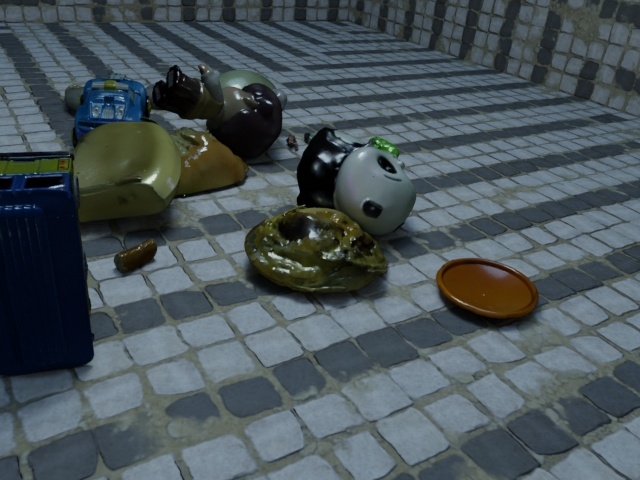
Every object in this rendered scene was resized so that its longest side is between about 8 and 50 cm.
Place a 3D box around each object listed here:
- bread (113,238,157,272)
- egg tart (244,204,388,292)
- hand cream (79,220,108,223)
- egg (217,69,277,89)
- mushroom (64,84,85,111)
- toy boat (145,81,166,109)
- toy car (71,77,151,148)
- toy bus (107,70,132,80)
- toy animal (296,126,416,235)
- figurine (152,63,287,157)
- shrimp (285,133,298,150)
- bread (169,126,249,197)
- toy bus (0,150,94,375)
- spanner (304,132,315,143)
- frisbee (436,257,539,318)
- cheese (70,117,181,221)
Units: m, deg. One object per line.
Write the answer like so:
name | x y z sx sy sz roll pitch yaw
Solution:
bread | -0.348 0.028 1.105 0.036 0.047 0.083 48 43 9
egg tart | 0.000 0.000 1.145 0.297 0.132 0.297 9 26 -5
hand cream | -0.498 -0.098 1.319 0.052 0.038 0.216 -23 35 4
egg | -0.232 -0.423 1.785 0.253 0.187 0.186 3 26 -35
mushroom | -0.724 -0.440 1.820 0.270 0.103 0.118 17 29 29
toy boat | -0.513 -0.515 2.006 0.155 0.085 0.227 17 31 18
toy car | -0.572 -0.366 1.604 0.198 0.166 0.314 2 45 -12
toy bus | -0.677 -0.504 1.960 0.089 0.087 0.194 6 28 -15
toy animal | 0.088 -0.135 1.306 0.266 0.213 0.212 23 33 34
figurine | -0.266 -0.358 1.557 0.365 0.218 0.206 26 32 -38
shrimp | -0.086 -0.297 1.742 0.029 0.038 0.092 -39 34 7
bread | -0.304 -0.212 1.450 0.251 0.133 0.174 -19 35 -36
toy bus | -0.408 0.031 0.835 0.138 0.288 0.175 -5 30 -19
spanner | 0.067 -0.263 1.725 0.087 0.024 0.315 -12 33 -38
frisbee | 0.314 0.094 1.113 0.192 0.035 0.192 4 29 -2
cheese | -0.432 -0.166 1.281 0.259 0.128 0.316 -5 44 -6
